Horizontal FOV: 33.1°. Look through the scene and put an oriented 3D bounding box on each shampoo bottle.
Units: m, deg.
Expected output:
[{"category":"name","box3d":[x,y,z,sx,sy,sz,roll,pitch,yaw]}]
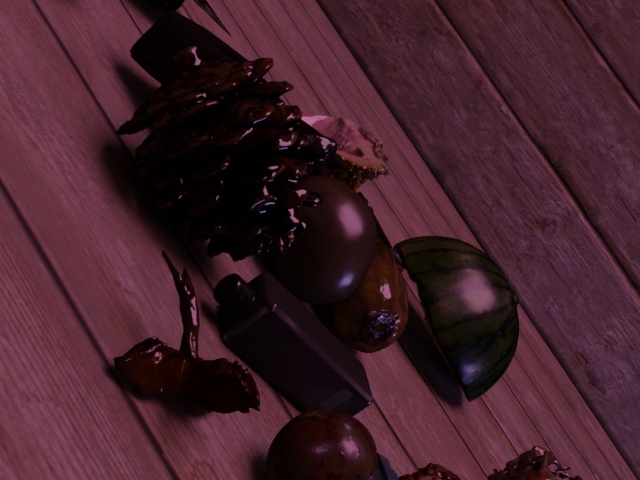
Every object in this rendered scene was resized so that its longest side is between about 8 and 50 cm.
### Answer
[{"category":"shampoo bottle","box3d":[-0.038,0.128,1.312,0.246,0.080,0.079,47,15,-31]}]

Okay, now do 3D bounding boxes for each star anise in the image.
[{"category":"star anise","box3d":[-0.115,0.097,1.050,0.140,0.144,0.158,22,-13,-6]}]

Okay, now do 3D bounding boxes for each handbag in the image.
[{"category":"handbag","box3d":[-0.113,-0.193,1.553,0.257,0.113,0.285,29,-7,34]}]

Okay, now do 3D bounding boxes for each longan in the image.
[{"category":"longan","box3d":[0.000,0.000,1.553,0.167,0.167,0.187,39,50,-47]}]

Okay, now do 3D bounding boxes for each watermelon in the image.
[{"category":"watermelon","box3d":[0.277,0.122,2.034,0.331,0.189,0.331,59,1,-1]}]

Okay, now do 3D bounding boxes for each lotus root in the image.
[{"category":"lotus root","box3d":[0.068,0.070,1.680,0.260,0.128,0.145,-103,180,-58]}]

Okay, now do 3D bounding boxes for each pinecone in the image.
[{"category":"pinecone","box3d":[-0.118,-0.102,1.306,0.224,0.224,0.272,-75,149,-72]}]

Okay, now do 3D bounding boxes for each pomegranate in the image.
[{"category":"pomegranate","box3d":[0.007,0.240,1.126,0.130,0.130,0.130,50,15,-19]}]

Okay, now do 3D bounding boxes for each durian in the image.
[{"category":"durian","box3d":[-0.028,-0.165,1.895,0.196,0.185,0.305,25,23,-25]}]

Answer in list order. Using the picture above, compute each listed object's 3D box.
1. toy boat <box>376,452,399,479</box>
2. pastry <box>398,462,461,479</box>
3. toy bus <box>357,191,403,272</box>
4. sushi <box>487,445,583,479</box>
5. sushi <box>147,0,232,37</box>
[{"category":"toy boat","box3d":[0.045,0.279,1.275,0.173,0.059,0.069,40,21,-46]},{"category":"pastry","box3d":[0.181,0.387,1.411,0.208,0.097,0.115,58,4,18]},{"category":"toy bus","box3d":[0.091,0.008,2.009,0.195,0.081,0.089,63,7,32]},{"category":"sushi","box3d":[0.404,0.516,1.677,0.417,0.176,0.417,43,14,-14]},{"category":"sushi","box3d":[-0.323,-0.491,1.860,0.339,0.069,0.320,39,13,-47]}]
